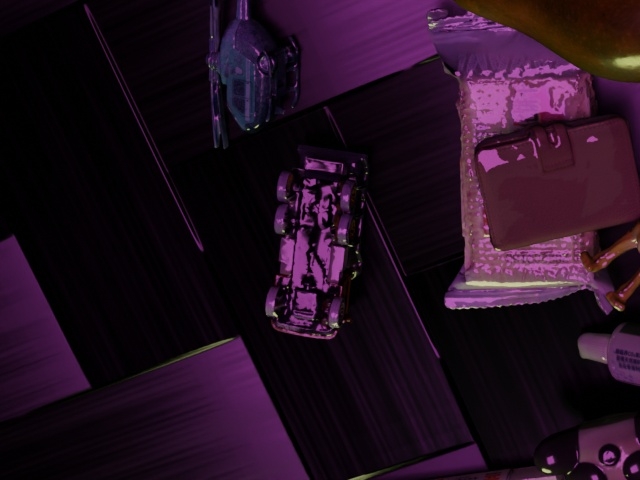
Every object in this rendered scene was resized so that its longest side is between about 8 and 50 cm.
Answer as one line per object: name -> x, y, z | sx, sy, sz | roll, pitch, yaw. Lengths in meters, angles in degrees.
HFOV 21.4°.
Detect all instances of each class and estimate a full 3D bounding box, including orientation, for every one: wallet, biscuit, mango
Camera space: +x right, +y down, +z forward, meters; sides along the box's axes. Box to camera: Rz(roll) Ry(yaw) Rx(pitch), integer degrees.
wallet -> 0.227, -0.058, 1.617 | 0.152, 0.039, 0.118 | -10, 109, 4
biscuit -> 0.202, -0.081, 1.680 | 0.186, 0.079, 0.309 | 1, 109, 12
mango -> 0.255, -0.228, 1.544 | 0.289, 0.129, 0.146 | 31, 84, 38

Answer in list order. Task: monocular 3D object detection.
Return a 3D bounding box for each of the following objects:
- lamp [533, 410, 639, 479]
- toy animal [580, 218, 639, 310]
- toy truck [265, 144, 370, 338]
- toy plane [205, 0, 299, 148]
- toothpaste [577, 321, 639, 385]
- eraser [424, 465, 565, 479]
lamp -> 0.322, 0.299, 1.718 | 0.197, 0.197, 0.244 | -15, 94, 20
toy animal -> 0.355, 0.016, 1.635 | 0.181, 0.073, 0.136 | 19, 128, -39
toy truck -> 0.000, 0.000, 1.761 | 0.083, 0.092, 0.192 | 9, 102, 13
toy plane -> -0.076, -0.201, 1.738 | 0.096, 0.060, 0.235 | 11, 115, 27
toothpaste -> 0.416, 0.129, 1.628 | 0.392, 0.061, 0.099 | 9, 105, 40
eraser -> 0.168, 0.333, 1.847 | 0.230, 0.038, 0.157 | -10, 104, 20
